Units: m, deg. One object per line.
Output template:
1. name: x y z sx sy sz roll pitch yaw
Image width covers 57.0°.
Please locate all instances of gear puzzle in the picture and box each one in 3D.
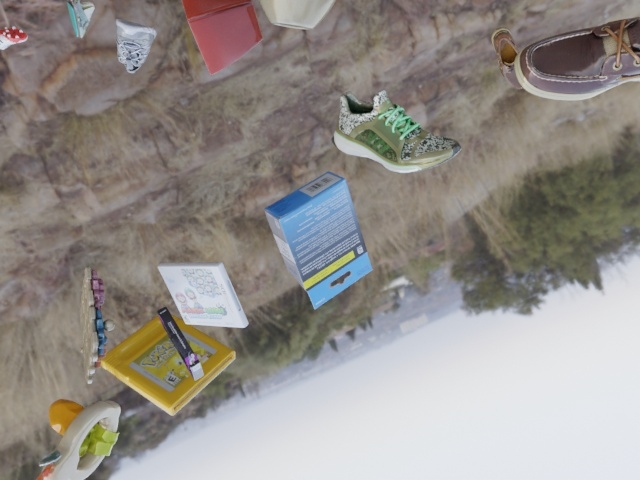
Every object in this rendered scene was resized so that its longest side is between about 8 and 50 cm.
1. gear puzzle: -0.460 0.194 1.205 0.044 0.176 0.339 -3 155 -26

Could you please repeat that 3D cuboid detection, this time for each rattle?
1. rattle: -0.406 0.299 0.887 0.130 0.142 0.199 -58 170 20

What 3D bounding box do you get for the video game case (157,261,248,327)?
1. video game case: -0.228 0.105 1.139 0.157 0.143 0.019 -2 -149 32

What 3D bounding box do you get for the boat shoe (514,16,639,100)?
1. boat shoe: 0.493 -0.313 0.953 0.341 0.123 0.123 -4 166 -2

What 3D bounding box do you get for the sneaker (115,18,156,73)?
1. sneaker: -0.524 -0.542 1.669 0.105 0.115 0.281 12 -179 -11

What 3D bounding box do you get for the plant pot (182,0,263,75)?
1. plant pot: -0.358 -0.823 2.169 0.235 0.267 0.267 -19 149 0

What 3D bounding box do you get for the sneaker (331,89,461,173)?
1. sneaker: 0.187 -0.308 1.599 0.158 0.410 0.182 -41 136 -33

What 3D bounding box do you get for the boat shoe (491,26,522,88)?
1. boat shoe: 0.494 -0.465 1.535 0.064 0.178 0.060 -22 -147 22

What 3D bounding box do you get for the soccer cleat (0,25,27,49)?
1. soccer cleat: -0.522 -0.333 0.976 0.083 0.029 0.036 3 146 4

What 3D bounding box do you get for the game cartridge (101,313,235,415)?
1. game cartridge: -0.484 0.375 1.875 0.285 0.323 0.053 -40 145 -43

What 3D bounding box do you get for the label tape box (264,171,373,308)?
1. label tape box: 0.000 0.000 1.764 0.240 0.334 0.106 -32 -146 -20

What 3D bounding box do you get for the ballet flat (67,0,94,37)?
1. ballet flat: -0.694 -0.688 1.679 0.079 0.077 0.222 -28 140 -20

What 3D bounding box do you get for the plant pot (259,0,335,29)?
1. plant pot: -0.072 -0.737 1.754 0.284 0.191 0.284 7 -165 -2

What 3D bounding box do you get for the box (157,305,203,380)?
1. box: -0.329 0.243 1.386 0.029 0.162 0.116 -31 161 -20
